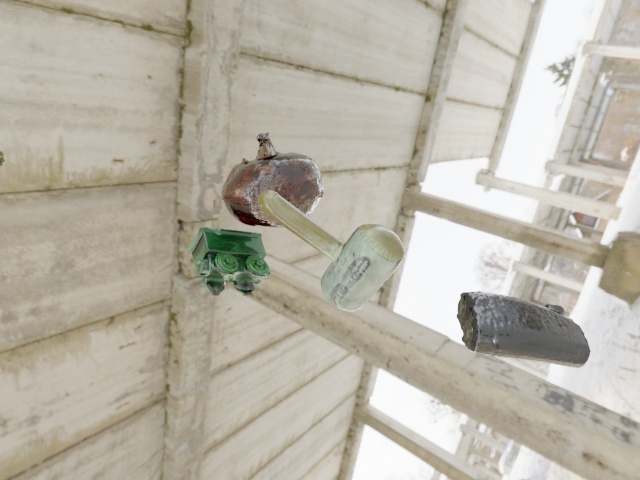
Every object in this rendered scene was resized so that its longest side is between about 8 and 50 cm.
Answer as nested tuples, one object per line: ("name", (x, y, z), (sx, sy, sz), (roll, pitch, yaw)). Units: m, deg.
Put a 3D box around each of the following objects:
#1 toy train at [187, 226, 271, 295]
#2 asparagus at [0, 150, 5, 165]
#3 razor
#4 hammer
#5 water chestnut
("toy train", (-0.299, 0.074, 1.504), (0.266, 0.202, 0.145), (6, -44, -37))
("asparagus", (-0.637, -0.157, 0.823), (0.030, 0.165, 0.036), (-25, -62, -58))
("razor", (0.521, 0.230, 1.159), (0.189, 0.327, 0.107), (-90, 16, -49))
("hammer", (0.000, 0.000, 0.897), (0.202, 0.305, 0.113), (-56, -1, 32))
("water chestnut", (-0.158, -0.198, 1.455), (0.350, 0.350, 0.302), (-19, -73, -52))
